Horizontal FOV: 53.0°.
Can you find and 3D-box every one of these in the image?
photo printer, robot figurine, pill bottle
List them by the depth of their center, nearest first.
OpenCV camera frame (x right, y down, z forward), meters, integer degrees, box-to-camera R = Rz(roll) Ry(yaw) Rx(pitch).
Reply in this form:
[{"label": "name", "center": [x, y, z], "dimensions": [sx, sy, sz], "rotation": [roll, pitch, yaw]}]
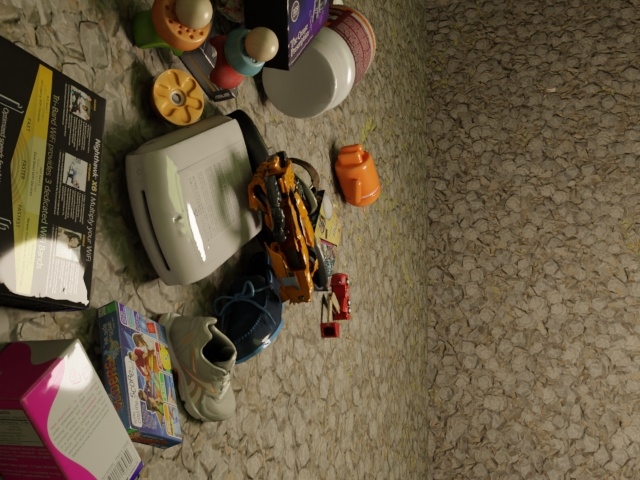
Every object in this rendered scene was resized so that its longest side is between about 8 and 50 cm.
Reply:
[{"label": "photo printer", "center": [-0.225, -0.075, 1.162], "dimensions": [0.307, 0.107, 0.256], "rotation": [-50, 131, -61]}, {"label": "robot figurine", "center": [-0.071, -0.030, 1.270], "dimensions": [0.211, 0.085, 0.291], "rotation": [-79, 156, -63]}, {"label": "pill bottle", "center": [0.000, -0.472, 1.685], "dimensions": [0.392, 0.224, 0.224], "rotation": [-61, 141, -56]}, {"label": "robot figurine", "center": [0.120, -0.199, 2.060], "dimensions": [0.158, 0.128, 0.219], "rotation": [41, -22, 52]}]

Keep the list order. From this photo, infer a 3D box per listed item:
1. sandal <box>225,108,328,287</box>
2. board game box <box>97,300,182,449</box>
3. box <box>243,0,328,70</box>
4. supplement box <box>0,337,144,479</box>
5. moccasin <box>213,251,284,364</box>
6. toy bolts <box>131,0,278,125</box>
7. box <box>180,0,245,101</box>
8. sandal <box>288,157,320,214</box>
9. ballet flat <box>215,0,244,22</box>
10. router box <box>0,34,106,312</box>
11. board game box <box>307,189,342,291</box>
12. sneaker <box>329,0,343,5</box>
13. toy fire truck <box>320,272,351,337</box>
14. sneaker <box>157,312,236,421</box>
[{"label": "sandal", "center": [-0.118, -0.072, 1.431], "dimensions": [0.446, 0.107, 0.167], "rotation": [62, -12, -21]}, {"label": "board game box", "center": [-0.274, 0.205, 0.975], "dimensions": [0.136, 0.035, 0.201], "rotation": [49, 20, -57]}, {"label": "box", "center": [-0.065, -0.500, 1.334], "dimensions": [0.184, 0.103, 0.261], "rotation": [87, 20, -43]}, {"label": "supplement box", "center": [-0.331, 0.243, 0.804], "dimensions": [0.111, 0.114, 0.220], "rotation": [-60, 141, -56]}, {"label": "moccasin", "center": [-0.150, 0.128, 1.313], "dimensions": [0.117, 0.137, 0.342], "rotation": [59, 11, -16]}, {"label": "toy bolts", "center": [-0.186, -0.319, 1.132], "dimensions": [0.228, 0.158, 0.218], "rotation": [-5, 90, -41]}, {"label": "box", "center": [-0.222, -0.435, 1.331], "dimensions": [0.183, 0.056, 0.231], "rotation": [51, 39, -52]}, {"label": "sandal", "center": [-0.052, -0.149, 1.498], "dimensions": [0.120, 0.086, 0.303], "rotation": [62, 0, -22]}, {"label": "ballet flat", "center": [-0.182, -0.558, 1.281], "dimensions": [0.077, 0.091, 0.241], "rotation": [-7, 88, -51]}, {"label": "router box", "center": [-0.384, -0.078, 0.788], "dimensions": [0.243, 0.081, 0.309], "rotation": [31, 56, -64]}, {"label": "board game box", "center": [0.000, 0.000, 1.816], "dimensions": [0.165, 0.042, 0.243], "rotation": [64, 29, -42]}, {"label": "sneaker", "center": [0.010, -0.746, 1.961], "dimensions": [0.290, 0.106, 0.123], "rotation": [76, 16, -49]}, {"label": "toy fire truck", "center": [0.044, 0.187, 1.877], "dimensions": [0.135, 0.047, 0.192], "rotation": [18, 68, -66]}, {"label": "sneaker", "center": [-0.194, 0.236, 1.148], "dimensions": [0.099, 0.121, 0.262], "rotation": [-71, 148, -46]}]
